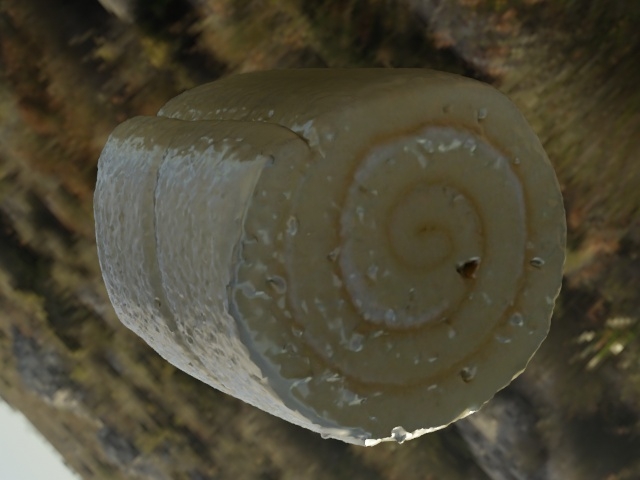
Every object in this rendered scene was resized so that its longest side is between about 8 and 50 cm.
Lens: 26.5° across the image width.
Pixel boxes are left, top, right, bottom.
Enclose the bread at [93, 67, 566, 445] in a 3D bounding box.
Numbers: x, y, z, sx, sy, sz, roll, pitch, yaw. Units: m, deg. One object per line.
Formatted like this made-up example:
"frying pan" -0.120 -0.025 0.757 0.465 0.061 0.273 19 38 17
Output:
"bread" 0.000 0.000 0.535 0.141 0.148 0.134 13 111 59
